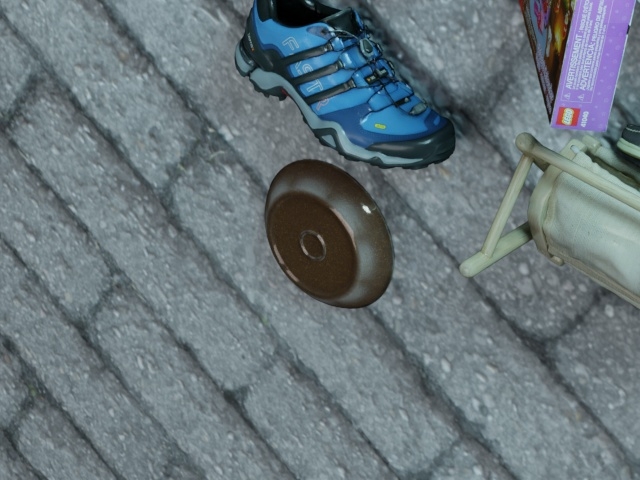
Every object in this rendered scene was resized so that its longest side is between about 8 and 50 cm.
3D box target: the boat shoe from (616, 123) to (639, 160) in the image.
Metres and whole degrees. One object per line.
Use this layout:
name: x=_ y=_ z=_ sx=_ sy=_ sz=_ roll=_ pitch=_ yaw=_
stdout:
boat shoe: x=0.389 y=-0.094 z=1.892 sx=0.223 sy=0.080 sz=0.073 roll=20 pitch=98 yaw=49

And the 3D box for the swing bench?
swing bench: x=0.318 y=0.016 z=1.914 sx=0.253 sy=0.254 sz=0.165 roll=31 pitch=108 yaw=24

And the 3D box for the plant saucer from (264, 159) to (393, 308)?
plant saucer: x=0.000 y=0.000 z=2.338 sx=0.198 sy=0.036 sz=0.199 roll=23 pitch=129 yaw=32

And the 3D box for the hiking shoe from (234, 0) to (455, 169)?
hiking shoe: x=0.025 y=-0.186 z=2.142 sx=0.304 sy=0.113 sz=0.132 roll=32 pitch=134 yaw=25

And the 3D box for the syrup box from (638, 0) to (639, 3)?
syrup box: x=0.373 y=-0.224 z=1.767 sx=0.237 sy=0.093 sz=0.096 roll=51 pitch=140 yaw=28

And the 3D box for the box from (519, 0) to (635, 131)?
box: x=0.235 y=-0.264 z=1.792 sx=0.057 sy=0.293 sz=0.201 roll=4 pitch=125 yaw=-6
